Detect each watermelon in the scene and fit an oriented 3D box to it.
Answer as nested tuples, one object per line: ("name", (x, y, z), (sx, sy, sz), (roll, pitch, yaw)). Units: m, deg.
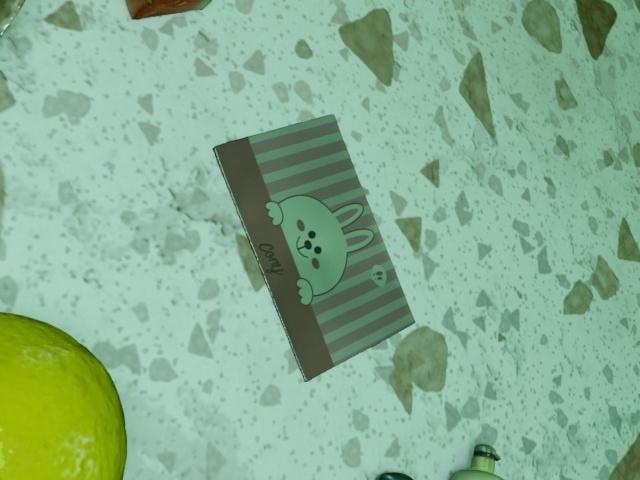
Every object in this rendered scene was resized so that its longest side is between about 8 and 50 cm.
("watermelon", (-0.183, -0.286, 0.902), (0.125, 0.135, 0.094), (41, 94, -25))

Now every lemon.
("lemon", (-0.259, 0.167, 0.629), (0.219, 0.240, 0.240), (-7, 82, -50))

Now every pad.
("pad", (0.000, 0.000, 1.009), (0.202, 0.005, 0.300), (-22, 91, -38))

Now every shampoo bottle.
("shampoo bottle", (0.197, 0.338, 1.018), (0.079, 0.079, 0.162), (27, 63, -28))

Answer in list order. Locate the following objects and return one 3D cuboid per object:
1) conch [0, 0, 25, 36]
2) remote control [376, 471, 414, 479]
("conch", (-0.383, -0.295, 0.691), (0.297, 0.352, 0.210), (25, 19, -18))
("remote control", (0.088, 0.386, 0.947), (0.072, 0.042, 0.222), (14, 69, -31))
